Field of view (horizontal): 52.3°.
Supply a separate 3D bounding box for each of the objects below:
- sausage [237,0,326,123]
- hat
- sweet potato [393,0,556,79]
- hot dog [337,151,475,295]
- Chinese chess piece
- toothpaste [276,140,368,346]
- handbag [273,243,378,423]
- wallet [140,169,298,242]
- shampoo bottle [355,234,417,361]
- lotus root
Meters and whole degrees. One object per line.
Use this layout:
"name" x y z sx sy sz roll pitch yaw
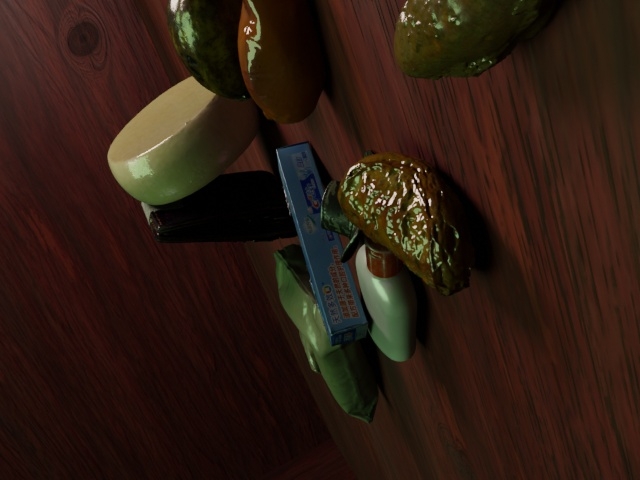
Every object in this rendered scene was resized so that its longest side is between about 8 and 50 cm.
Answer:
"sausage" -0.044 -0.205 0.662 0.089 0.089 0.179 53 161 46
"hat" 0.026 -0.036 0.677 0.121 0.050 0.121 12 -90 -90
"sweet potato" 0.083 -0.123 0.304 0.068 0.060 0.206 26 168 -4
"hot dog" 0.077 -0.016 0.549 0.147 0.065 0.099 39 155 41
"Chinese chess piece" -0.227 -0.176 1.092 0.102 0.273 0.273 54 176 -32
"toothpaste" 0.000 0.000 0.854 0.066 0.053 0.272 91 163 -64
"handbag" 0.009 0.167 1.198 0.253 0.109 0.316 59 175 42
"wallet" -0.172 -0.065 1.137 0.221 0.262 0.071 -131 38 -57
"shampoo bottle" 0.076 0.057 0.758 0.221 0.051 0.108 79 167 -56
"lotus root" -0.125 -0.258 0.790 0.120 0.120 0.209 53 169 44
